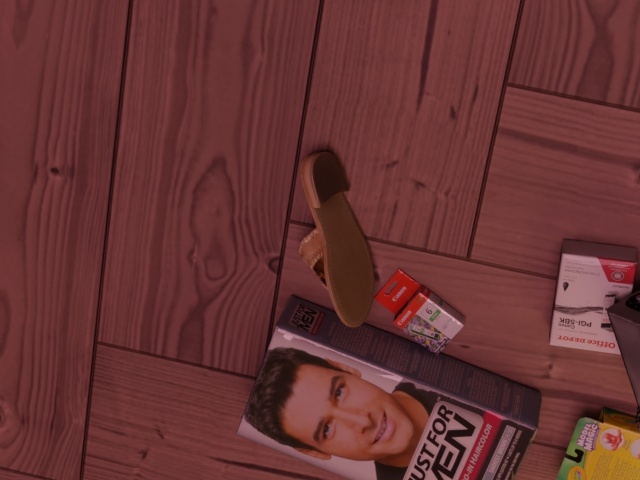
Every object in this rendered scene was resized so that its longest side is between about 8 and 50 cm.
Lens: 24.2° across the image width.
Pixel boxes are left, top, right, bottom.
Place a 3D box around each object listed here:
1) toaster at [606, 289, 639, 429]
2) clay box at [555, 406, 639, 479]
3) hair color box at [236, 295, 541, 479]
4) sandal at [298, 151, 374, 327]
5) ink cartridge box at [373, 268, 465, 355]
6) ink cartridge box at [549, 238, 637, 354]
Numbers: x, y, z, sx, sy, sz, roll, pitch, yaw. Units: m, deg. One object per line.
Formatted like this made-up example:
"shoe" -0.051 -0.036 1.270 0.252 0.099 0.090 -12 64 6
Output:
"toaster" 0.474 0.136 1.904 0.168 0.110 0.185 -26 108 -18
"clay box" 0.445 0.314 2.045 0.222 0.053 0.127 18 114 5
"hair color box" 0.094 0.238 2.052 0.375 0.113 0.185 21 114 3
"sandal" 0.004 -0.002 2.008 0.079 0.088 0.240 -1 107 45
"ink cartridge box" 0.133 0.098 2.033 0.115 0.029 0.063 37 114 -5
"ink cartridge box" 0.358 0.075 1.964 0.099 0.056 0.135 7 112 8
